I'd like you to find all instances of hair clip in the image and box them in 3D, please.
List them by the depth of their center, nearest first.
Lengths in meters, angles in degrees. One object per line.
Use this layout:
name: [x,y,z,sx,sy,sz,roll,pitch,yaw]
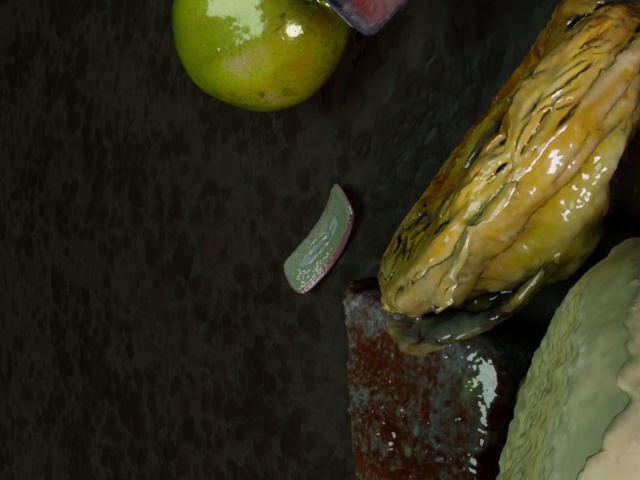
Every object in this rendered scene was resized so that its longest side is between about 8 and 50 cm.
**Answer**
hair clip: [0.001,0.000,0.884,0.054,0.022,0.137,57,131,33]

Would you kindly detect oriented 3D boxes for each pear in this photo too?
pear: [-0.050,-0.227,0.823,0.219,0.187,0.187,-6,87,45]

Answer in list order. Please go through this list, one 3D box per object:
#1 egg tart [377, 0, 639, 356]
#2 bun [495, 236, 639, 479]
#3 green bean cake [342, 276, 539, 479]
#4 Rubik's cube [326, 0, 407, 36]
egg tart: [0.147,-0.037,0.584,0.132,0.297,0.297,36,128,-5]
bun: [0.192,0.190,0.455,0.202,0.364,0.364,18,108,14]
green bean cake: [0.095,0.164,0.718,0.198,0.097,0.233,15,102,48]
Rubik's cube: [-0.016,-0.420,0.572,0.344,0.344,0.337,-45,56,9]
